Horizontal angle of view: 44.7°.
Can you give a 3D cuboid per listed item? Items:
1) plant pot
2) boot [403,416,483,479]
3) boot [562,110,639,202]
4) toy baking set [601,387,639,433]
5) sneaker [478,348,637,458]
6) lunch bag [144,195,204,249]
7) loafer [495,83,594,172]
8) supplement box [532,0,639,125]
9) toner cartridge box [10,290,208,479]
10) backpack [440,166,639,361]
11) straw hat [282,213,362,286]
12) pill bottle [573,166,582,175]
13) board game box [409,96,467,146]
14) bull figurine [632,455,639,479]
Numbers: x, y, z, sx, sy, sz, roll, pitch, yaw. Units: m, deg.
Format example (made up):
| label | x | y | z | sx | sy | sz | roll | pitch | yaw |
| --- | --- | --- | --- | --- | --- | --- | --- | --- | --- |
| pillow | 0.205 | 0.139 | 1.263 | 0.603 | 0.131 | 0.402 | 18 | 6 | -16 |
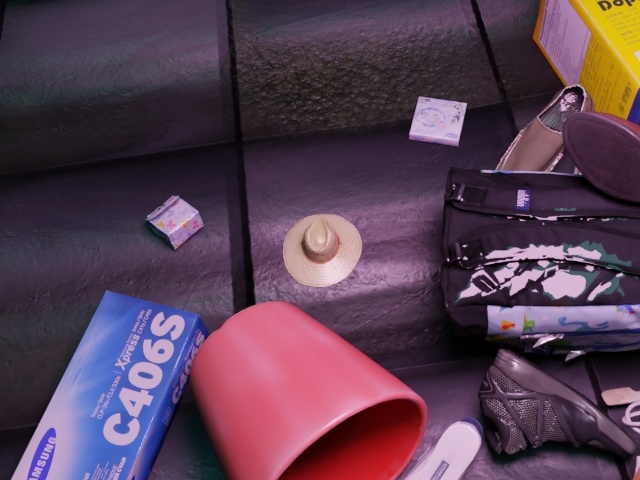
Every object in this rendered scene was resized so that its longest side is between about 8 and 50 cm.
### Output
| label | x | y | z | sx | sy | sz | roll | pitch | yaw |
| --- | --- | --- | --- | --- | --- | --- | --- | --- | --- |
| plant pot | -0.037 | 0.229 | 1.049 | 0.275 | 0.275 | 0.243 | -34 | 52 | -14 |
| boot | 0.161 | 0.327 | 1.072 | 0.069 | 0.086 | 0.190 | 41 | 98 | 18 |
| boot | 0.503 | -0.140 | 1.113 | 0.264 | 0.096 | 0.280 | 28 | 38 | 22 |
| toy baking set | 0.525 | 0.232 | 1.053 | 0.197 | 0.030 | 0.256 | -21 | 28 | -25 |
| sneaker | 0.318 | 0.260 | 1.086 | 0.228 | 0.087 | 0.130 | 30 | 96 | -2 |
| lunch bag | -0.256 | -0.037 | 1.344 | 0.071 | 0.053 | 0.083 | -41 | 54 | -19 |
| loafer | 0.370 | -0.168 | 1.315 | 0.094 | 0.087 | 0.251 | 33 | 83 | 23 |
| supplement box | 0.544 | -0.335 | 1.354 | 0.195 | 0.194 | 0.356 | -17 | 59 | -4 |
| toner cartridge box | -0.310 | 0.255 | 1.157 | 0.165 | 0.075 | 0.347 | 11 | 61 | 14 |
| backpack | 0.373 | 0.032 | 1.137 | 0.356 | 0.273 | 0.290 | -9 | 48 | 19 |
| straw hat | 0.000 | 0.000 | 1.287 | 0.145 | 0.061 | 0.144 | -3 | 58 | 5 |
| pill bottle | 0.525 | -0.088 | 1.242 | 0.229 | 0.131 | 0.131 | 13 | 61 | 13 |
| board game box | 0.215 | -0.218 | 1.421 | 0.090 | 0.020 | 0.090 | 11 | 60 | 12 |
| bull figurine | 0.524 | 0.369 | 0.948 | 0.311 | 0.101 | 0.188 | 6 | 42 | 17 |
